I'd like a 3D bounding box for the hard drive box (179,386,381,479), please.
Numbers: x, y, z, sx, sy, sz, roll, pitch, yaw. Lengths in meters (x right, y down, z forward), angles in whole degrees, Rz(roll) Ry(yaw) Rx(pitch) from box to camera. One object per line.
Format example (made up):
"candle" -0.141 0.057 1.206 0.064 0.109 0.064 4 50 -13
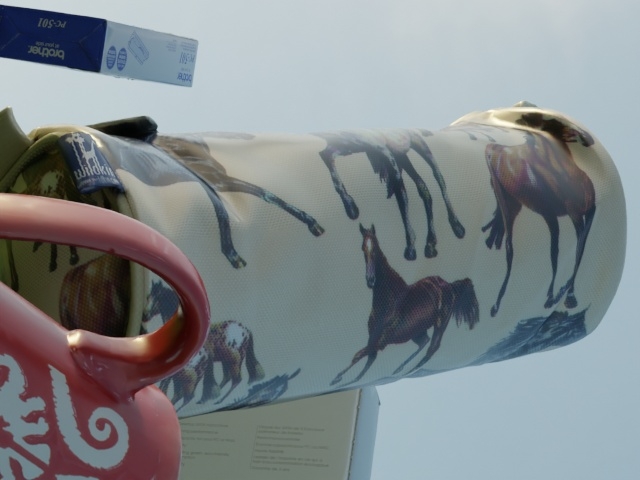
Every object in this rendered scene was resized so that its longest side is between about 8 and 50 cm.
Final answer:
"hard drive box" -0.058 0.206 1.413 0.089 0.181 0.232 72 24 -56

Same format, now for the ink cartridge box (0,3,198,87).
"ink cartridge box" -0.185 -0.162 1.533 0.097 0.207 0.046 10 -85 17

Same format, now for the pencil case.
"pencil case" 0.000 0.000 1.075 0.160 0.410 0.184 -24 -104 49

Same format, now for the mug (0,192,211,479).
"mug" -0.134 0.038 0.636 0.113 0.169 0.150 15 -113 51
